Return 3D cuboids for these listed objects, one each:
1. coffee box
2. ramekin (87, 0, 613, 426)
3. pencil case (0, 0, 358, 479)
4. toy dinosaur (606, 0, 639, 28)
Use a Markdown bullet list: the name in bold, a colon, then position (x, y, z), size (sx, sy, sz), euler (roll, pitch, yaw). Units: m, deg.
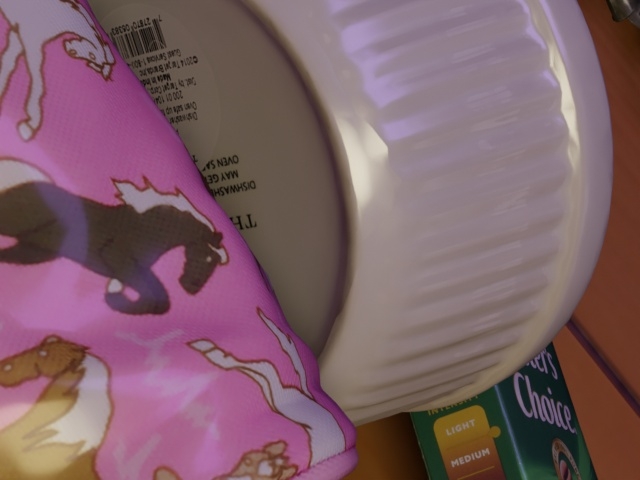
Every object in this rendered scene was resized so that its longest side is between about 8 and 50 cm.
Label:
- **coffee box**: position (0.076, 0.088, 0.742), size (0.113, 0.040, 0.184), euler (28, 42, -62)
- **ramekin**: position (-0.016, -0.028, 0.645), size (0.109, 0.207, 0.207), euler (-21, 76, -45)
- **pencil case**: position (-0.145, -0.044, 0.540), size (0.386, 0.167, 0.160), euler (55, -9, 3)
- **toy dinosaur**: position (0.035, -0.127, 0.881), size (0.218, 0.164, 0.322), euler (-8, 93, -37)
